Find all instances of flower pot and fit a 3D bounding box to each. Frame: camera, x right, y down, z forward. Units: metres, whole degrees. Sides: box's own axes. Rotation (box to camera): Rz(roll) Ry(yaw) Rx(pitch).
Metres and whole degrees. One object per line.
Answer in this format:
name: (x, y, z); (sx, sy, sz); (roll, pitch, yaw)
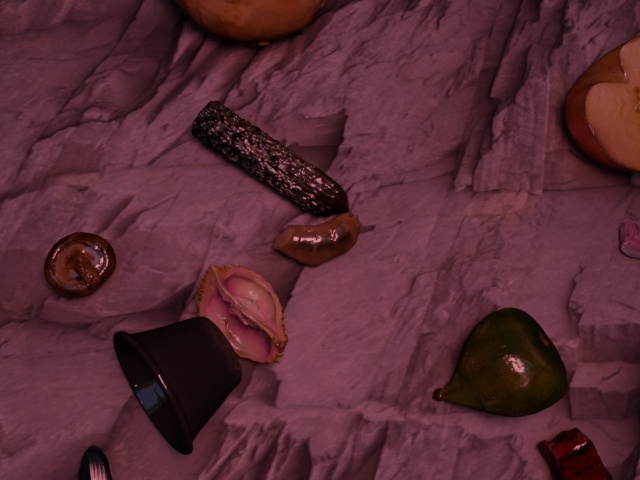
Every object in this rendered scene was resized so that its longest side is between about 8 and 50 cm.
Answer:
flower pot: (-0.233, 0.226, 0.875); (0.148, 0.235, 0.235); (-29, 80, -33)

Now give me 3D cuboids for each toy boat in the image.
toy boat: (-0.383, 0.422, 0.865); (0.055, 0.060, 0.141); (-13, 70, -10)

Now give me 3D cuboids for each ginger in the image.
ginger: (-0.001, -0.002, 1.027); (0.190, 0.069, 0.095); (-19, 82, -13)

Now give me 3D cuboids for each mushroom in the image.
mushroom: (-0.449, 0.043, 0.944); (0.127, 0.087, 0.127); (3, 75, -11)

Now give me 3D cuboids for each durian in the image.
durian: (-0.146, 0.134, 0.941); (0.182, 0.132, 0.165); (18, 84, -14)

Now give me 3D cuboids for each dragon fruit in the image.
dragon fruit: (0.479, 0.418, 0.976); (0.102, 0.096, 0.147); (-27, 110, -4)

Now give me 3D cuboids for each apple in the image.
apple: (0.690, -0.295, 1.159); (0.251, 0.163, 0.293); (41, 86, -6)

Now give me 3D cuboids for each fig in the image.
fig: (0.336, 0.260, 0.978); (0.235, 0.203, 0.203); (-43, 82, 24)

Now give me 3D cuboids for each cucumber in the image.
cucumber: (-0.094, -0.154, 1.047); (0.359, 0.096, 0.096); (35, 73, 1)

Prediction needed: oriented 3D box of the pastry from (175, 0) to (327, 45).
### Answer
pastry: (-0.145, -0.608, 1.085); (0.409, 0.245, 0.410); (3, 76, -10)

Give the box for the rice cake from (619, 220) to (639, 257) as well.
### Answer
rice cake: (0.808, 0.046, 1.138); (0.290, 0.051, 0.081); (27, 72, 0)
